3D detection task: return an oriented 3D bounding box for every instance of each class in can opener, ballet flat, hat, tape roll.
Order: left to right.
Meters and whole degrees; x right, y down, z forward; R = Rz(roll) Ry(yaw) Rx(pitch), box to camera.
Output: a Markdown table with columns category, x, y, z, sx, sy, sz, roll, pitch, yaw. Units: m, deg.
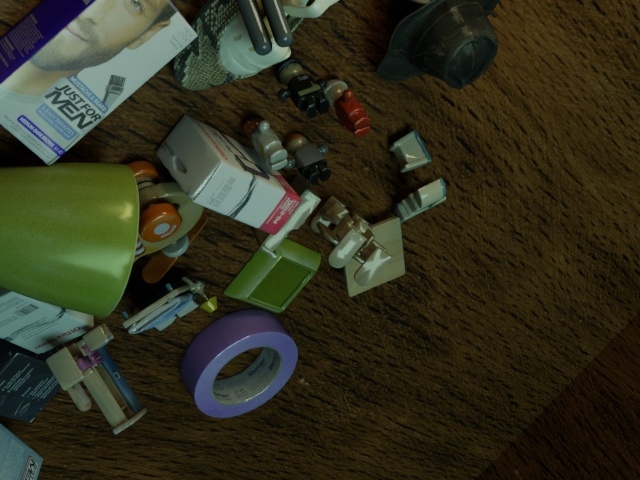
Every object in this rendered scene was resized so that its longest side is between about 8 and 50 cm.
| category | x | y | z | sx | sy | sz | roll | pitch | yaw |
| --- | --- | --- | --- | --- | --- | --- | --- | --- | --- |
| tape roll | -0.194 | 0.295 | 2.375 | 0.274 | 0.090 | 0.275 | -22 | 139 | -21 |
| can opener | -0.123 | -0.445 | 1.606 | 0.075 | 0.284 | 0.095 | -20 | 180 | 4 |
| ballet flat | -0.064 | -0.421 | 1.720 | 0.483 | 0.182 | 0.164 | -47 | 142 | 9 |
| hat | 0.271 | -0.386 | 1.983 | 0.331 | 0.134 | 0.331 | -33 | 166 | -9 |

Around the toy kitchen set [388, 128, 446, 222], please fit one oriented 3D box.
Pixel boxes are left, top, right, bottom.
| category | x | y | z | sx | sy | sz | roll | pitch | yaw |
| --- | --- | --- | --- | --- | --- | --- | --- | --- | --- |
| toy kitchen set | 0.225 | -0.156 | 2.305 | 0.122 | 0.166 | 0.207 | -26 | 176 | -16 |

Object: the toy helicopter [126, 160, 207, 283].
| category | x | y | z | sx | sy | sz | roll | pitch | yaw |
| --- | --- | --- | --- | --- | --- | --- | --- | --- | --- |
| toy helicopter | -0.367 | 0.013 | 1.966 | 0.355 | 0.140 | 0.235 | -42 | 152 | 19 |

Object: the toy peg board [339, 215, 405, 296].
| category | x | y | z | sx | sy | sz | roll | pitch | yaw |
| --- | --- | --- | --- | --- | --- | --- | --- | --- | --- |
| toy peg board | 0.110 | 0.026 | 2.389 | 0.161 | 0.079 | 0.161 | -22 | 122 | -22 |

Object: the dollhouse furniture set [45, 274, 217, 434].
| category | x | y | z | sx | sy | sz | roll | pitch | yaw |
| --- | --- | --- | --- | --- | --- | --- | --- | --- | --- |
| dollhouse furniture set | -0.336 | 0.223 | 1.997 | 0.303 | 0.198 | 0.286 | -33 | 180 | 2 |

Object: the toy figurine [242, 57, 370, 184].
| category | x | y | z | sx | sy | sz | roll | pitch | yaw |
| --- | --- | --- | --- | --- | --- | --- | --- | --- | --- |
| toy figurine | -0.034 | -0.235 | 1.963 | 0.213 | 0.148 | 0.209 | 13 | 124 | -47 |

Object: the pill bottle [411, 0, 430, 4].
| category | x | y | z | sx | sy | sz | roll | pitch | yaw |
| --- | --- | --- | --- | --- | --- | --- | --- | --- | --- |
| pill bottle | 0.211 | -0.545 | 1.893 | 0.094 | 0.094 | 0.169 | -17 | 136 | -27 |

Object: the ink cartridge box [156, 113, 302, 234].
| category | x | y | z | sx | sy | sz | roll | pitch | yaw |
| --- | --- | --- | --- | --- | --- | --- | --- | --- | --- |
| ink cartridge box | -0.176 | -0.125 | 1.920 | 0.237 | 0.172 | 0.100 | 23 | 110 | -48 |

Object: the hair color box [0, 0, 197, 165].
| category | x | y | z | sx | sy | sz | roll | pitch | yaw |
| --- | --- | --- | --- | --- | --- | --- | --- | --- | --- |
| hair color box | -0.392 | -0.304 | 1.629 | 0.339 | 0.110 | 0.185 | -42 | 140 | 0 |

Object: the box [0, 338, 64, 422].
| category | x | y | z | sx | sy | sz | roll | pitch | yaw |
| --- | --- | --- | --- | --- | --- | --- | --- | --- | --- |
| box | -0.614 | 0.271 | 2.008 | 0.156 | 0.093 | 0.158 | -47 | 142 | 10 |

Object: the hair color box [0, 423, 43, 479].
| category | x | y | z | sx | sy | sz | roll | pitch | yaw |
| --- | --- | --- | --- | --- | --- | --- | --- | --- | --- |
| hair color box | -0.731 | 0.404 | 1.959 | 0.185 | 0.114 | 0.374 | -3 | 144 | 18 |

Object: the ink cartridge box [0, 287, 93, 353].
| category | x | y | z | sx | sy | sz | roll | pitch | yaw |
| --- | --- | --- | --- | --- | --- | --- | --- | --- | --- |
| ink cartridge box | -0.554 | 0.123 | 1.878 | 0.153 | 0.087 | 0.208 | -24 | 145 | 21 |

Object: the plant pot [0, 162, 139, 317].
| category | x | y | z | sx | sy | sz | roll | pitch | yaw |
| --- | --- | --- | --- | --- | --- | --- | --- | --- | --- |
| plant pot | -0.497 | -0.022 | 1.697 | 0.293 | 0.275 | 0.275 | 10 | 121 | -29 |

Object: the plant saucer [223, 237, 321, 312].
| category | x | y | z | sx | sy | sz | roll | pitch | yaw |
| --- | --- | --- | --- | --- | --- | --- | --- | --- | --- |
| plant saucer | -0.099 | 0.089 | 2.289 | 0.188 | 0.045 | 0.188 | -51 | 140 | 12 |

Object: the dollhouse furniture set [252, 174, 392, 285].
| category | x | y | z | sx | sy | sz | roll | pitch | yaw |
| --- | --- | --- | --- | --- | --- | --- | --- | --- | --- |
| dollhouse furniture set | 0.000 | 0.000 | 2.161 | 0.242 | 0.212 | 0.161 | 36 | 101 | -23 |
